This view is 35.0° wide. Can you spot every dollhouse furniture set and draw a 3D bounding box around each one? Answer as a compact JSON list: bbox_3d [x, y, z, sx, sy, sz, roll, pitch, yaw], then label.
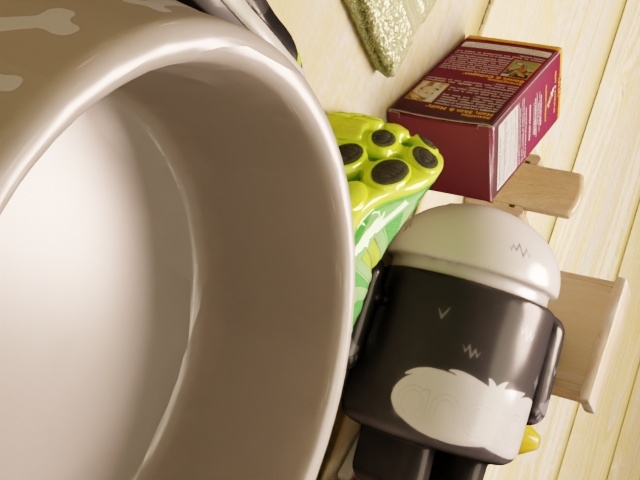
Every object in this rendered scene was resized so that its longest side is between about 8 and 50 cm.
[{"bbox_3d":[0.270,0.101,1.193,0.286,0.198,0.303,-67,151,-18],"label":"dollhouse furniture set"}]

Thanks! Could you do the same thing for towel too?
[{"bbox_3d":[0.057,-0.217,0.844,0.110,0.027,0.148,-63,149,-23],"label":"towel"}]

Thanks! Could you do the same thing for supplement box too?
[{"bbox_3d":[0.153,-0.122,0.979,0.188,0.104,0.081,-45,139,-44],"label":"supplement box"}]

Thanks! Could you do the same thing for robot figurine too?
[{"bbox_3d":[0.119,0.103,0.945,0.209,0.173,0.278,30,75,-64],"label":"robot figurine"}]

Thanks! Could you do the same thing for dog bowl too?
[{"bbox_3d":[-0.097,0.054,0.447,0.349,0.102,0.349,-31,126,-55],"label":"dog bowl"}]

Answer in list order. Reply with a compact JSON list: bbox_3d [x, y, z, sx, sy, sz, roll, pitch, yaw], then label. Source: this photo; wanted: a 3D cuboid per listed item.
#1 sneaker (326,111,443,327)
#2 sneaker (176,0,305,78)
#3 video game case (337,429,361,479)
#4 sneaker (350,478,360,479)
[{"bbox_3d":[0.000,0.000,0.778,0.295,0.109,0.123,-51,165,-43],"label":"sneaker"},{"bbox_3d":[-0.062,-0.163,0.585,0.235,0.084,0.097,46,60,-58],"label":"sneaker"},{"bbox_3d":[0.071,0.223,1.067,0.157,0.019,0.143,-57,147,-35],"label":"video game case"},{"bbox_3d":[0.022,0.329,0.913,0.299,0.112,0.121,-43,138,-45],"label":"sneaker"}]
